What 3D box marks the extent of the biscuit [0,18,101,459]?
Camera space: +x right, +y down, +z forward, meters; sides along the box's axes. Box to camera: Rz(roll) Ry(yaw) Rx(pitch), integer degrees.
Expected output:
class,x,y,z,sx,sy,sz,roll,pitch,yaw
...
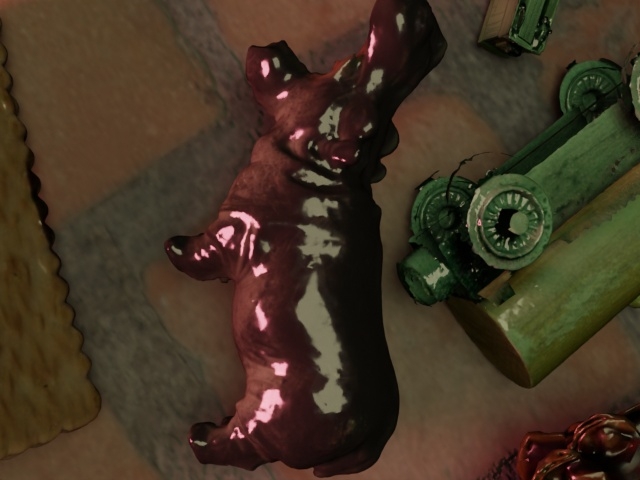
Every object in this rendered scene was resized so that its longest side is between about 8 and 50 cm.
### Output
class,x,y,z,sx,sy,sz,roll,pitch,yaw
biscuit,-0.268,-0.005,0.601,0.217,0.044,0.324,-16,90,-49

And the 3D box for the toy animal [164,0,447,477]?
class,x,y,z,sx,sy,sz,roll,pitch,yaw
toy animal,-0.015,-0.007,0.643,0.168,0.106,0.343,7,90,16

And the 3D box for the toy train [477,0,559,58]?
class,x,y,z,sx,sy,sz,roll,pitch,yaw
toy train,0.161,-0.189,0.739,0.038,0.056,0.093,21,82,-26

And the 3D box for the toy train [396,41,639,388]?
class,x,y,z,sx,sy,sz,roll,pitch,yaw
toy train,0.206,-0.024,0.701,0.307,0.126,0.189,-38,94,-12

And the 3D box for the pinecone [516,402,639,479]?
class,x,y,z,sx,sy,sz,roll,pitch,yaw
pinecone,0.244,0.242,0.634,0.243,0.243,0.257,-16,48,-12
